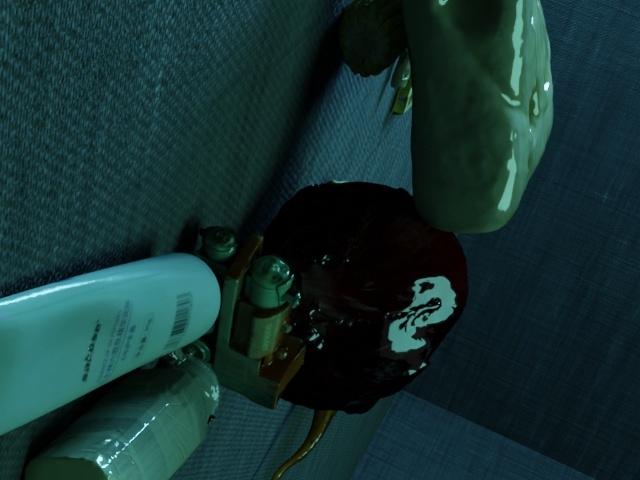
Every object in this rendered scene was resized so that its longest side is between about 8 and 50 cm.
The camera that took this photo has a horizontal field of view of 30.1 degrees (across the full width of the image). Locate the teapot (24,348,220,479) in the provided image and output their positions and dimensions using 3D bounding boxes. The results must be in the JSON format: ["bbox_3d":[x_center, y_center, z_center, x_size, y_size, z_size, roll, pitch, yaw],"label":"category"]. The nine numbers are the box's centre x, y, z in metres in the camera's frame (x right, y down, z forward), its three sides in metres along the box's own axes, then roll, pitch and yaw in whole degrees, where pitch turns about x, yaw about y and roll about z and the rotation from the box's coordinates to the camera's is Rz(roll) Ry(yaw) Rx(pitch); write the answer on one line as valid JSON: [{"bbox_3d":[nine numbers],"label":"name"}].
[{"bbox_3d":[-0.150,0.141,0.929,0.200,0.077,0.107,-44,125,-65],"label":"teapot"}]

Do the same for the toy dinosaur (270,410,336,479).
[{"bbox_3d":[0.027,0.226,1.962,0.432,0.097,0.208,-44,166,-55],"label":"toy dinosaur"}]

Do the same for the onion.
[{"bbox_3d":[0.018,0.066,1.236,0.281,0.221,0.281,-37,168,-9],"label":"onion"}]

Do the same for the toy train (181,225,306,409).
[{"bbox_3d":[-0.067,0.062,1.026,0.176,0.118,0.074,105,11,-50],"label":"toy train"}]

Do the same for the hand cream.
[{"bbox_3d":[-0.156,0.065,0.778,0.109,0.067,0.321,-68,165,17],"label":"hand cream"}]

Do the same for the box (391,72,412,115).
[{"bbox_3d":[0.135,-0.244,1.629,0.073,0.020,0.149,-52,163,-55],"label":"box"}]

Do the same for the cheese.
[{"bbox_3d":[0.164,-0.215,1.202,0.328,0.130,0.350,-50,139,-65],"label":"cheese"}]

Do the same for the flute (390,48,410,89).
[{"bbox_3d":[0.128,-0.290,1.473,0.027,0.027,0.233,-51,162,-55],"label":"flute"}]

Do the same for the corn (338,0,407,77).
[{"bbox_3d":[0.067,-0.228,1.210,0.165,0.063,0.085,-57,136,-51],"label":"corn"}]

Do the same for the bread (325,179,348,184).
[{"bbox_3d":[0.033,-0.031,1.436,0.070,0.077,0.083,-64,169,7],"label":"bread"}]
